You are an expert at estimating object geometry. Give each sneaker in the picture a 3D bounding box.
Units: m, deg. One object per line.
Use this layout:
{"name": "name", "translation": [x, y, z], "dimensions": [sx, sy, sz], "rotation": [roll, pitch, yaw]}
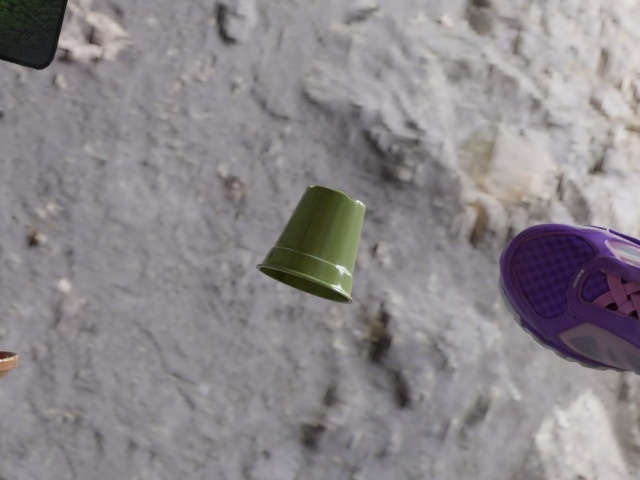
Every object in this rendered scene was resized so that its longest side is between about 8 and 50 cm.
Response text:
{"name": "sneaker", "translation": [0.217, 0.051, 0.996], "dimensions": [0.095, 0.236, 0.104], "rotation": [-58, 160, -7]}

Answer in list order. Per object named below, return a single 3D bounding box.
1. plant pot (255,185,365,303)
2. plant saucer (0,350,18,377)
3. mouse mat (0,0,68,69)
{"name": "plant pot", "translation": [0.000, 0.000, 1.289], "dimensions": [0.083, 0.083, 0.079], "rotation": [32, 75, -49]}
{"name": "plant saucer", "translation": [-0.218, 0.075, 0.932], "dimensions": [0.083, 0.083, 0.013], "rotation": [-5, 92, -47]}
{"name": "mouse mat", "translation": [-0.259, -0.216, 1.153], "dimensions": [0.190, 0.007, 0.152], "rotation": [12, 90, -38]}
